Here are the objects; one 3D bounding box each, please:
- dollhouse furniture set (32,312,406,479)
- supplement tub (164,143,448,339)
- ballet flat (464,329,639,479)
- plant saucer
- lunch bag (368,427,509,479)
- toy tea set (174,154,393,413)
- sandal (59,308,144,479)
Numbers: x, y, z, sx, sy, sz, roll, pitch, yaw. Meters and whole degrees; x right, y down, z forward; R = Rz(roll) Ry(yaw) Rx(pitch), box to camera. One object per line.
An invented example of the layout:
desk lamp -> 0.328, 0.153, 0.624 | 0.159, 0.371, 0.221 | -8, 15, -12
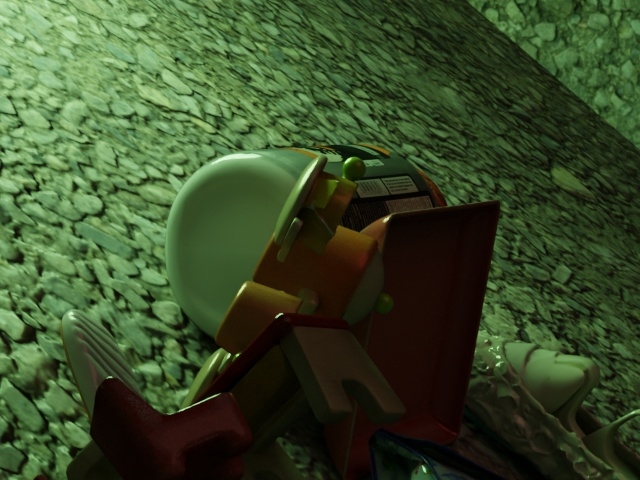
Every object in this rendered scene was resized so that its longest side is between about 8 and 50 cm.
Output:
dollhouse furniture set -> -0.159, 0.160, 1.126 | 0.201, 0.374, 0.152 | 7, 42, -54
supplement tub -> 0.000, 0.000, 1.906 | 0.193, 0.193, 0.316 | 46, 23, 18
ballet flat -> 0.288, 0.208, 2.020 | 0.409, 0.147, 0.147 | 45, 23, 18
plant saucer -> 0.085, 0.088, 1.844 | 0.047, 0.259, 0.258 | 15, 11, 27
lunch bag -> 0.118, 0.244, 1.745 | 0.129, 0.096, 0.151 | 31, 16, -36
toy tea set -> -0.027, 0.099, 1.604 | 0.124, 0.336, 0.200 | 28, -15, 0
sandal -> -0.162, 0.181, 1.462 | 0.102, 0.076, 0.265 | 33, 29, -59
